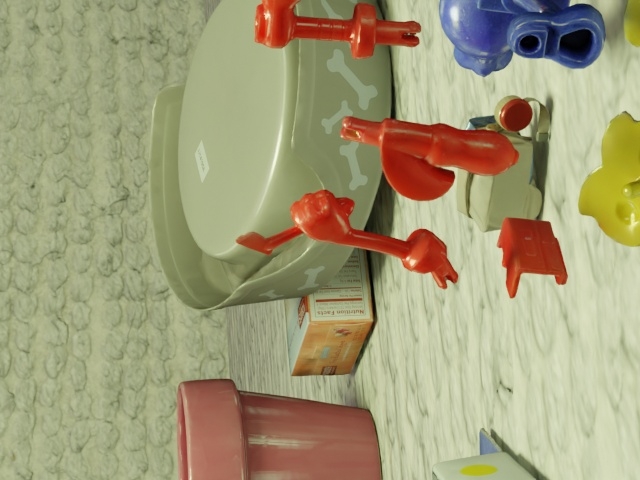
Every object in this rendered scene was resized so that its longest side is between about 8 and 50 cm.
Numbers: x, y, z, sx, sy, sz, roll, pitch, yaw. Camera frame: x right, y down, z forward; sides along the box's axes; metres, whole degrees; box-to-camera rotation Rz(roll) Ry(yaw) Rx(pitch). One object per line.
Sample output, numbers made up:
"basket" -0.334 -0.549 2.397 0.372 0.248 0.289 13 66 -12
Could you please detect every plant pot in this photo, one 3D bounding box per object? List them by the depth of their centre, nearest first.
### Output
"plant pot" -0.041 0.226 1.524 0.201 0.180 0.201 177 90 -82

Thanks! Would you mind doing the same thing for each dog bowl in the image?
"dog bowl" -0.049 -0.104 1.456 0.349 0.102 0.348 -173 90 -65

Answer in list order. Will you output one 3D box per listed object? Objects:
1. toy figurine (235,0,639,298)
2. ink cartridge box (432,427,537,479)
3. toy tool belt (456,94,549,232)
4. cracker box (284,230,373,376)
"toy figurine" 0.064 -0.182 0.704 0.217 0.191 0.362 -95 8 -55
"ink cartridge box" 0.105 0.289 0.926 0.307 0.072 0.303 -149 56 -78
"toy tool belt" 0.099 -0.050 0.923 0.051 0.052 0.083 -124 32 -59
"cracker box" 0.000 0.000 1.575 0.155 0.067 0.232 108 159 -66
